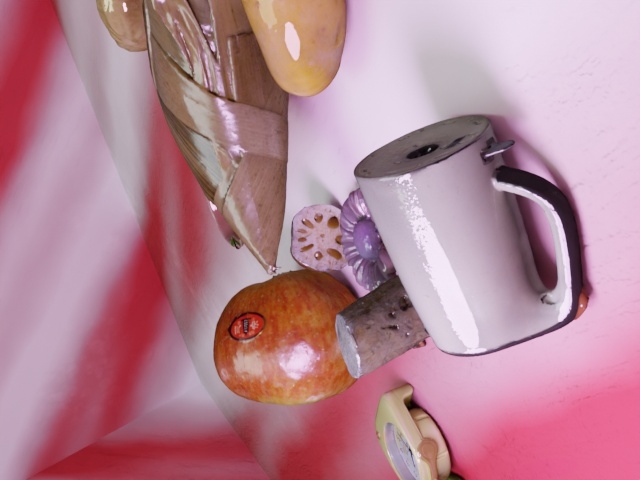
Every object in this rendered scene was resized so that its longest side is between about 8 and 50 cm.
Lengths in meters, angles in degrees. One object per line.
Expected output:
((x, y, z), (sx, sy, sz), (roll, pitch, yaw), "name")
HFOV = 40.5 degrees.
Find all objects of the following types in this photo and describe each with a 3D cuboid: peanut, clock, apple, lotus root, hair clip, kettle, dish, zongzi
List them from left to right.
((-0.424, -0.551, 1.868), (0.147, 0.147, 0.319), (44, 151, 45), "peanut")
((-0.120, -0.260, 1.237), (0.500, 0.218, 0.467), (93, 154, -59), "zongzi")
((-0.184, -0.087, 1.937), (0.213, 0.090, 0.213), (53, 157, 33), "dish")
((-0.058, 0.177, 1.669), (0.277, 0.309, 0.250), (-26, -66, -72), "apple")
((0.003, 0.000, 1.524), (0.081, 0.112, 0.122), (105, 167, -77), "lotus root")
((0.098, 0.059, 1.410), (0.173, 0.069, 0.300), (25, 138, 62), "hair clip")
((0.183, 0.397, 1.614), (0.232, 0.069, 0.170), (58, 157, 33), "clock")
((0.180, -0.001, 0.997), (0.240, 0.165, 0.255), (-8, 111, 41), "kettle")

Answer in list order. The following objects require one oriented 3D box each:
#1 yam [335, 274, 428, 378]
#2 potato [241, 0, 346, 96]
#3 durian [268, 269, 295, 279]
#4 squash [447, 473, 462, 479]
((0.106, 0.114, 1.270), (0.107, 0.194, 0.107), (48, 156, 30), "yam")
((-0.032, -0.297, 1.160), (0.146, 0.150, 0.234), (5, 141, 26), "potato")
((-0.065, 0.143, 1.881), (0.168, 0.137, 0.158), (-122, 33, -60), "durian")
((0.249, 0.451, 1.615), (0.027, 0.027, 0.089), (66, 165, -10), "squash")
